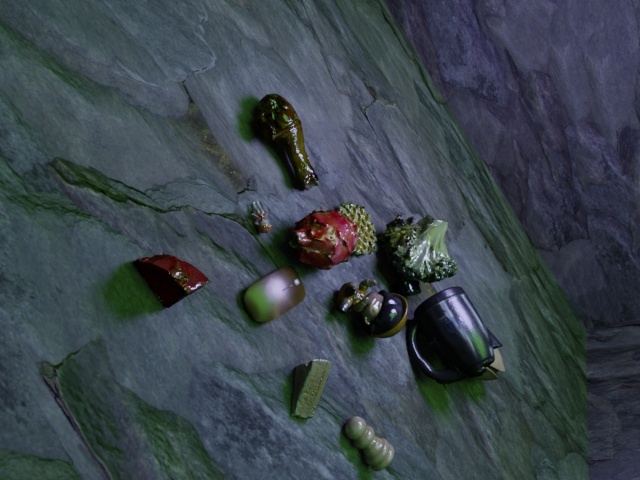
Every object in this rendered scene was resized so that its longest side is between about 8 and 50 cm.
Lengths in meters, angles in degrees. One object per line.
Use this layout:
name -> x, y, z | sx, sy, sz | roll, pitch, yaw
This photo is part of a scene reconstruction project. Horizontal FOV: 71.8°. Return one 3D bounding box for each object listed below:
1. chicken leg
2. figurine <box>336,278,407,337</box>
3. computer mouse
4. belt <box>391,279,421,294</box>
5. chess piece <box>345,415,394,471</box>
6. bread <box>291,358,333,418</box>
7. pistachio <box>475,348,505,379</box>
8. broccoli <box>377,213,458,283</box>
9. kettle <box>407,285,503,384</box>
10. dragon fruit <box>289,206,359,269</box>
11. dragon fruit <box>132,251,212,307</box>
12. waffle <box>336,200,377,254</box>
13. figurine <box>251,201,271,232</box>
chicken leg -> -0.118, -0.358, 1.557 | 0.211, 0.140, 0.361 | -11, 75, -58
figurine -> 0.179, 0.237, 1.553 | 0.257, 0.167, 0.192 | 30, 60, -5
computer mouse -> -0.129, 0.158, 1.343 | 0.245, 0.056, 0.125 | -25, 90, -51
belt -> 0.353, 0.195, 1.803 | 0.140, 0.105, 0.058 | 14, 59, -54
chess piece -> 0.143, 0.620, 1.377 | 0.170, 0.094, 0.094 | 50, 41, -5
bread -> -0.025, 0.428, 1.274 | 0.077, 0.105, 0.152 | 22, 54, -31
pistachio -> 0.674, 0.500, 1.909 | 0.318, 0.193, 0.214 | 34, 4, -22
broccoli -> 0.406, 0.037, 1.831 | 0.334, 0.324, 0.272 | 21, 81, -16
kettle -> 0.505, 0.391, 1.722 | 0.324, 0.321, 0.228 | 63, -1, 30
dragon fruit -> 0.000, 0.000, 1.459 | 0.205, 0.210, 0.268 | 37, 25, 32
dragon fruit -> -0.359, 0.075, 1.090 | 0.161, 0.121, 0.127 | 51, 36, -8
waffle -> 0.144, -0.049, 1.744 | 0.204, 0.054, 0.223 | -7, 78, -49
figurine -> -0.190, -0.073, 1.404 | 0.064, 0.047, 0.109 | -7, 67, -41
